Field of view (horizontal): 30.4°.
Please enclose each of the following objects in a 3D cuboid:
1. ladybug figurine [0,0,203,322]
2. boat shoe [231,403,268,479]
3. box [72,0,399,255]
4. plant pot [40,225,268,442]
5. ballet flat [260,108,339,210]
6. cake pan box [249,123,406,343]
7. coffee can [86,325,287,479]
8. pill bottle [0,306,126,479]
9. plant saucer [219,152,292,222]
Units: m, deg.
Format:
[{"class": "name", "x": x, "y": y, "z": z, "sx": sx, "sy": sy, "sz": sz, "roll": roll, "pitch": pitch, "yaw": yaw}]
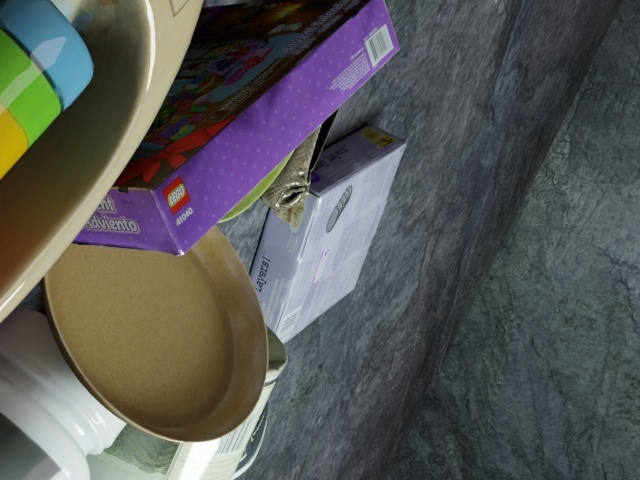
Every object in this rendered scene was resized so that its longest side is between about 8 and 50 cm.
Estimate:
[{"class": "ladybug figurine", "x": -0.226, "y": -0.084, "z": 0.639, "sx": 0.449, "sy": 0.162, "sz": 0.305, "roll": -52, "pitch": 161, "yaw": -23}, {"class": "boat shoe", "x": -0.136, "y": 0.243, "z": 1.435, "sx": 0.091, "sy": 0.114, "sz": 0.302, "roll": -63, "pitch": 174, "yaw": 33}, {"class": "box", "x": -0.099, "y": -0.099, "z": 0.906, "sx": 0.293, "sy": 0.201, "sz": 0.057, "roll": -47, "pitch": 127, "yaw": -39}, {"class": "plant pot", "x": -0.137, "y": 0.057, "z": 0.965, "sx": 0.032, "sy": 0.236, "sz": 0.236, "roll": -29, "pitch": -178, "yaw": 34}, {"class": "ballet flat", "x": 0.006, "y": -0.145, "z": 1.357, "sx": 0.249, "sy": 0.058, "sz": 0.084, "roll": -61, "pitch": 163, "yaw": -1}, {"class": "cake pan box", "x": 0.000, "y": 0.000, "z": 1.551, "sx": 0.246, "sy": 0.070, "sz": 0.266, "roll": -33, "pitch": 148, "yaw": -51}, {"class": "coffee can", "x": -0.176, "y": 0.193, "z": 1.138, "sx": 0.275, "sy": 0.202, "sz": 0.201, "roll": -65, "pitch": 162, "yaw": 13}, {"class": "pill bottle", "x": -0.284, "y": 0.196, "z": 0.914, "sx": 0.283, "sy": 0.161, "sz": 0.161, "roll": -52, "pitch": 160, "yaw": -28}, {"class": "plant saucer", "x": -0.071, "y": -0.132, "z": 1.199, "sx": 0.241, "sy": 0.037, "sz": 0.241, "roll": -51, "pitch": 159, "yaw": -28}]
